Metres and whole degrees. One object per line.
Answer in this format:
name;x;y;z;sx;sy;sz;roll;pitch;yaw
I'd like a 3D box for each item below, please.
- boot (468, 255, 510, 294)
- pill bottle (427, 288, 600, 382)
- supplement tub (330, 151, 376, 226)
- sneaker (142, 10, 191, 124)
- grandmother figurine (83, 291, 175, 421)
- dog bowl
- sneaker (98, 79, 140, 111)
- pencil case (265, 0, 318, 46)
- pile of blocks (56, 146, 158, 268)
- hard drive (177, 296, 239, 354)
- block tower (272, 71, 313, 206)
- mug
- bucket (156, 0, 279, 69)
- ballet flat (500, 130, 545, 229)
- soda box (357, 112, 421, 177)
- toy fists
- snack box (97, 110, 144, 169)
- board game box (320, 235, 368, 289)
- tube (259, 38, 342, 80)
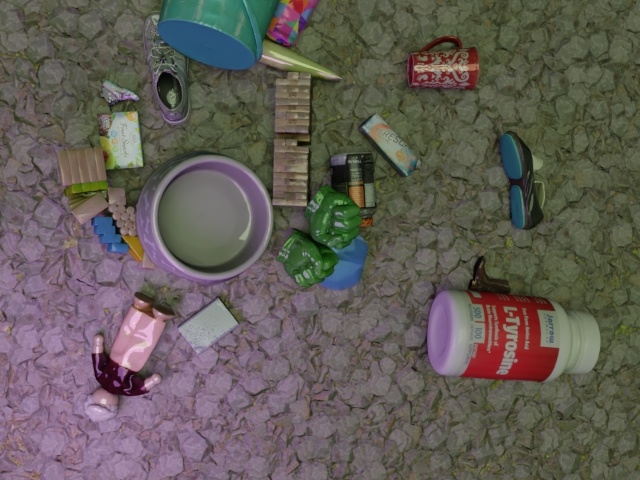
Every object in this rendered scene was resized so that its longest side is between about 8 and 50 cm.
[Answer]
boot;0.481;0.103;1.852;0.114;0.037;0.106;15;105;-5
pill bottle;0.509;0.257;1.772;0.408;0.229;0.228;5;94;-8
supplement tub;0.087;-0.132;1.740;0.117;0.117;0.190;-4;95;-8
sneaker;-0.374;-0.433;1.654;0.105;0.115;0.281;-14;96;-7
grandmother figurine;-0.498;0.317;1.709;0.208;0.104;0.342;31;93;18
dog bowl;-0.275;-0.056;1.658;0.349;0.102;0.348;0;91;-24
sneaker;-0.511;-0.356;1.684;0.098;0.038;0.069;23;92;1
pencil case;-0.054;-0.607;1.696;0.104;0.104;0.236;33;91;-9
pile of blocks;-0.538;-0.064;1.649;0.149;0.113;0.362;-39;106;-30
hard drive;-0.296;0.225;1.762;0.135;0.022;0.094;-37;98;-4
block tower;-0.069;-0.252;1.705;0.091;0.097;0.335;2;88;5
mug;0.318;-0.462;1.769;0.170;0.150;0.113;-3;131;-3
bucket;-0.242;-0.538;1.572;0.281;0.281;0.183;16;83;-9
ballet flat;0.558;-0.169;1.822;0.096;0.095;0.280;-16;107;-16
soda box;0.183;-0.252;1.771;0.058;0.063;0.183;-44;99;-2
toy fists;0.000;0.000;1.692;0.142;0.096;0.279;37;115;9
snack box;-0.505;-0.253;1.689;0.100;0.037;0.141;-6;96;-9
board game box;0.051;0.049;1.793;0.133;0.033;0.168;12;99;-11
tube;-0.059;-0.453;1.714;0.240;0.062;0.070;19;48;-5
